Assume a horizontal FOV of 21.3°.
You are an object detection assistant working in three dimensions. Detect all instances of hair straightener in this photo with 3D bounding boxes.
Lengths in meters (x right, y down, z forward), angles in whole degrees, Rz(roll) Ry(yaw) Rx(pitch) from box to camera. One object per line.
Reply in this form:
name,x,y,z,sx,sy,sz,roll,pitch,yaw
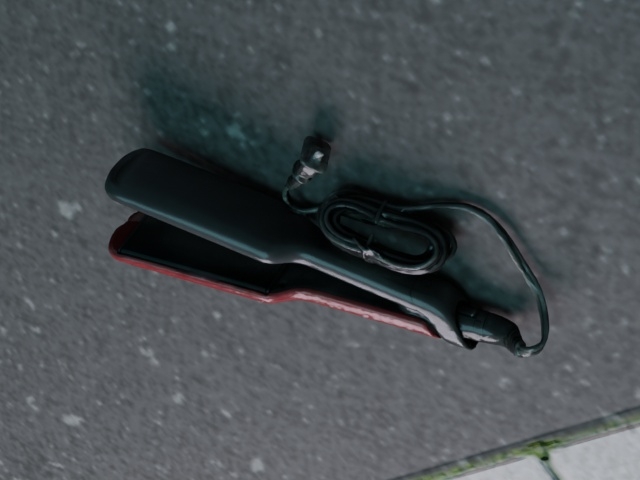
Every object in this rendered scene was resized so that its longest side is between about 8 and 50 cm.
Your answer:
hair straightener,0.000,0.000,0.793,0.230,0.047,0.089,20,135,22
